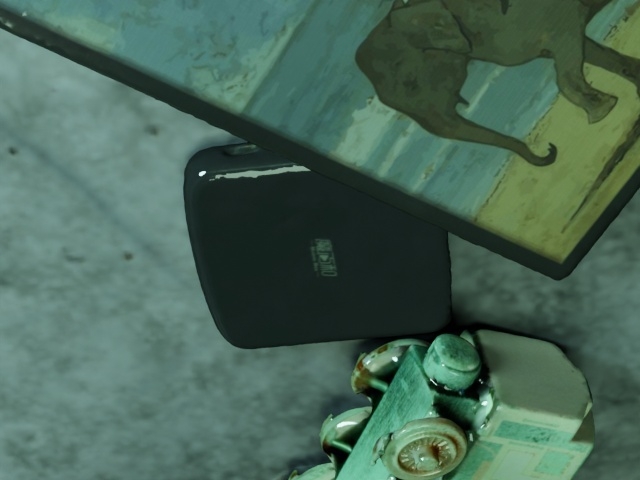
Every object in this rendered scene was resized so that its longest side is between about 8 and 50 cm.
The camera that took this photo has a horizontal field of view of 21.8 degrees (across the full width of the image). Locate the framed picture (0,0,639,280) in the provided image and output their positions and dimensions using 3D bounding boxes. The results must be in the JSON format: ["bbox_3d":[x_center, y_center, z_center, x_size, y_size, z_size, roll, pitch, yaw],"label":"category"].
[{"bbox_3d":[0.036,-0.139,0.679,0.347,0.016,0.265,25,118,-22],"label":"framed picture"}]

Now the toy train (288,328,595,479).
[{"bbox_3d":[0.060,0.131,0.894,0.125,0.081,0.194,12,128,-19],"label":"toy train"}]

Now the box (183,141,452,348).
[{"bbox_3d":[0.000,0.000,0.812,0.125,0.027,0.126,-6,132,5],"label":"box"}]
